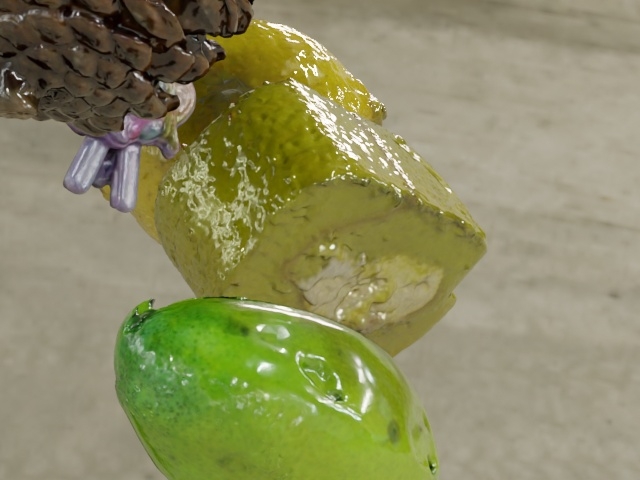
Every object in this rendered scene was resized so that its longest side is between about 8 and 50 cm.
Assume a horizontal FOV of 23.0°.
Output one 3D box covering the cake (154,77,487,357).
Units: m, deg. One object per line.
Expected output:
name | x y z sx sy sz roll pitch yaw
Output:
cake | 0.000 0.000 1.219 0.260 0.179 0.156 25 24 -47

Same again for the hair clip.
hair clip | -0.179 -0.168 1.456 0.137 0.090 0.279 25 54 -32

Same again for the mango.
mango | -0.021 0.085 0.694 0.119 0.178 0.100 -15 53 33

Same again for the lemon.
lemon | -0.085 -0.109 1.640 0.310 0.254 0.253 -15 27 1

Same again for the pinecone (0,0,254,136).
pinecone | -0.143 -0.192 1.022 0.224 0.224 0.273 18 63 21
